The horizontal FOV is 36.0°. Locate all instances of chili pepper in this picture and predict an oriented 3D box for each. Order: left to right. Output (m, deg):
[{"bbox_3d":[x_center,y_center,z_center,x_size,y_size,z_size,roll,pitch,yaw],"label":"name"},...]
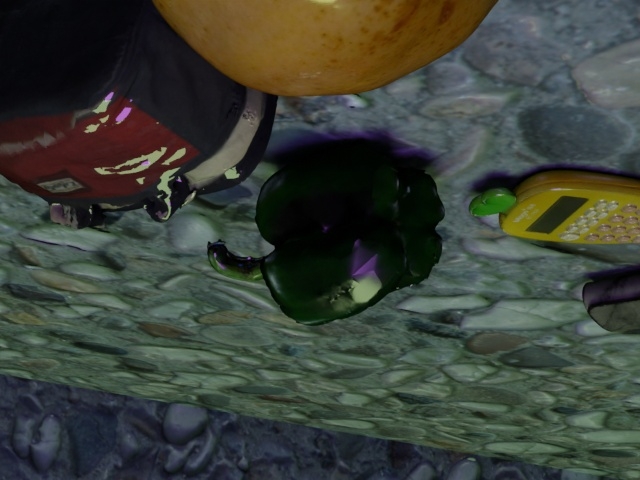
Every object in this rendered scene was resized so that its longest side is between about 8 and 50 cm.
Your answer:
[{"bbox_3d":[0.000,0.000,1.041,0.261,0.173,0.165,-19,173,43],"label":"chili pepper"}]

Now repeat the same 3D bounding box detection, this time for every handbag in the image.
[{"bbox_3d":[-0.167,-0.108,0.784,0.254,0.181,0.181,-7,153,34],"label":"handbag"}]

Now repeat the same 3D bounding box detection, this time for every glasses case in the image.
[{"bbox_3d":[0.485,0.062,1.214,0.299,0.060,0.114,-13,151,38],"label":"glasses case"}]

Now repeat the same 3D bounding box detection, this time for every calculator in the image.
[{"bbox_3d":[0.277,-0.033,1.062,0.235,0.032,0.146,7,158,-9],"label":"calculator"}]

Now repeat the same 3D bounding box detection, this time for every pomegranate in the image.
[{"bbox_3d":[0.000,-0.181,0.512,0.233,0.233,0.233,4,158,2],"label":"pomegranate"}]
